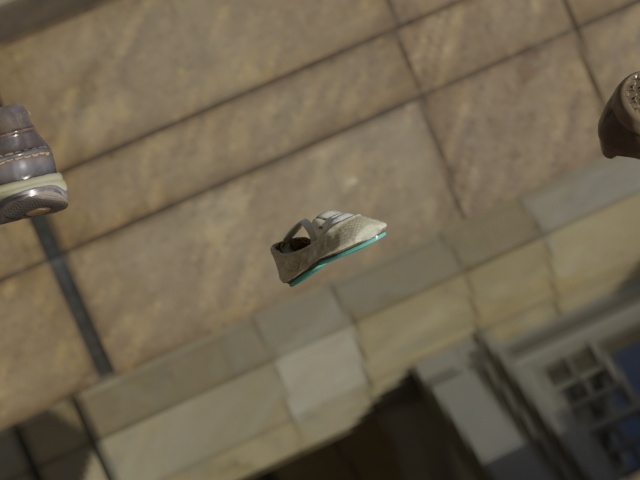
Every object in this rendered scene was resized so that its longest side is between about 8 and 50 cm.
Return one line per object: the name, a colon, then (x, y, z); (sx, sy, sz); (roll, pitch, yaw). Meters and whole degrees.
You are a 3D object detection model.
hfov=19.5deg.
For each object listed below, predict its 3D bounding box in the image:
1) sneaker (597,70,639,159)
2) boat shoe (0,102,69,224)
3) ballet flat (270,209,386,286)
sneaker: (0.280, -0.072, 1.258); (0.071, 0.188, 0.066); (115, -15, -60)
boat shoe: (-0.367, -0.088, 1.879); (0.355, 0.132, 0.130); (2, -77, 51)
ballet flat: (0.000, 0.000, 1.767); (0.168, 0.057, 0.052); (-29, -92, 53)
